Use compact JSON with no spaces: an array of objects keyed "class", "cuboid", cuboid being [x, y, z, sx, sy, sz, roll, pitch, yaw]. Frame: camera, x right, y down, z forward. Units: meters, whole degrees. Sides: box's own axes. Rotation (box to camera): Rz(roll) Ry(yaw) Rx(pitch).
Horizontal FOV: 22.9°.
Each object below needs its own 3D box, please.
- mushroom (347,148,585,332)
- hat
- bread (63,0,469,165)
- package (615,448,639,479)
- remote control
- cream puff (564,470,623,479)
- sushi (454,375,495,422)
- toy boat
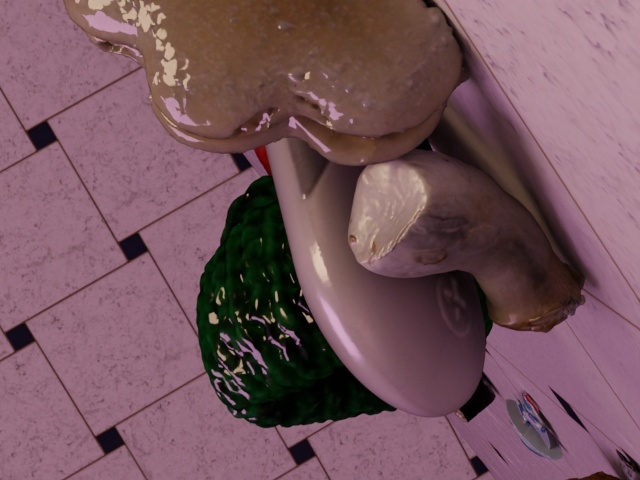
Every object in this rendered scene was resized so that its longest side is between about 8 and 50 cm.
[{"class":"mushroom","cuboid":[0.109,0.002,1.110,0.081,0.092,0.223,2,165,40]},{"class":"hat","cuboid":[0.000,0.000,1.515,0.242,0.274,0.332,118,143,-53]},{"class":"bread","cuboid":[-0.064,-0.170,1.046,0.337,0.183,0.102,48,173,18]},{"class":"package","cuboid":[0.338,0.262,1.654,0.110,0.015,0.037,55,180,-32]},{"class":"remote control","cuboid":[0.040,-0.017,1.221,0.221,0.103,0.332,33,-145,-52]},{"class":"cream puff","cuboid":[0.314,0.323,1.748,0.150,0.115,0.165,55,-172,-26]},{"class":"sushi","cuboid":[0.195,0.204,2.388,0.150,0.078,0.090,48,176,26]},{"class":"toy boat","cuboid":[0.289,0.245,2.091,0.105,0.034,0.149,54,164,6]}]
